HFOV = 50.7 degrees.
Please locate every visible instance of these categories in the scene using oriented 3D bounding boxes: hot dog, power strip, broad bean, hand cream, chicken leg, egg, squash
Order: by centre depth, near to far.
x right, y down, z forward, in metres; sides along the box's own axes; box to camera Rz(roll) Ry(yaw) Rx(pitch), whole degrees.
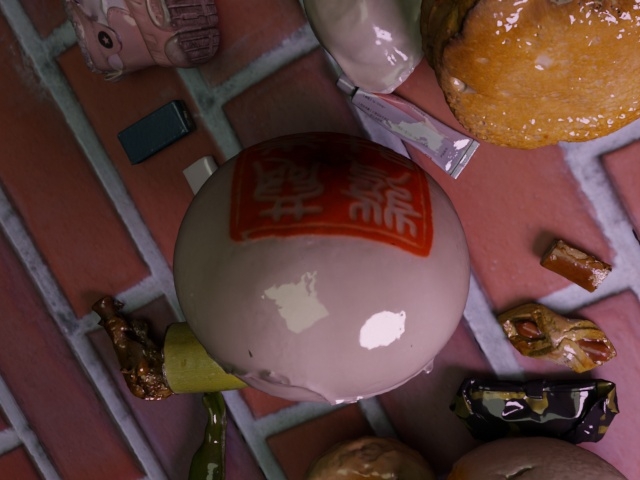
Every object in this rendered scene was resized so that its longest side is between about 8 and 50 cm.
[{"bbox_3d":[0.291,0.363,0.895,0.336,0.337,0.201,-10,76,19],"label":"egg"},{"bbox_3d":[0.327,0.136,0.933,0.168,0.061,0.078,14,105,13],"label":"hot dog"},{"bbox_3d":[0.117,-0.171,0.945,0.216,0.038,0.052,34,134,1],"label":"hand cream"},{"bbox_3d":[-0.255,-0.170,1.057,0.123,0.032,0.056,-26,95,20],"label":"power strip"},{"bbox_3d":[-0.151,0.179,1.062,0.186,0.123,0.123,-8,100,17],"label":"squash"},{"bbox_3d":[-0.315,0.179,1.131,0.085,0.101,0.207,-38,79,-8],"label":"chicken leg"},{"bbox_3d":[-0.202,0.378,1.163,0.098,0.056,0.318,4,96,36],"label":"broad bean"}]

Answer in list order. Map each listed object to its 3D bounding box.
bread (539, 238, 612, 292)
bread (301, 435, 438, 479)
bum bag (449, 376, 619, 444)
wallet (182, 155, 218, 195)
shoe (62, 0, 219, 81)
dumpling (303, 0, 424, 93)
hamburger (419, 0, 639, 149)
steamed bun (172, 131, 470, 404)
[{"bbox_3d":[0.346,0.033,0.918,0.083,0.036,0.047,29,118,7],"label":"bread"},{"bbox_3d":[0.083,0.403,1.036,0.244,0.134,0.245,3,104,13],"label":"bread"},{"bbox_3d":[0.302,0.245,0.966,0.232,0.060,0.107,-4,107,18],"label":"bum bag"},{"bbox_3d":[-0.167,-0.068,1.059,0.061,0.025,0.122,-25,95,28],"label":"wallet"},{"bbox_3d":[-0.288,-0.396,0.942,0.198,0.172,0.351,-12,97,22],"label":"shoe"},{"bbox_3d":[0.062,-0.313,0.877,0.162,0.132,0.250,-23,80,29],"label":"dumpling"},{"bbox_3d":[0.256,-0.241,0.747,0.289,0.314,0.170,-5,65,12],"label":"hamburger"},{"bbox_3d":[0.000,0.000,0.830,0.374,0.374,0.242,9,127,15],"label":"steamed bun"}]
